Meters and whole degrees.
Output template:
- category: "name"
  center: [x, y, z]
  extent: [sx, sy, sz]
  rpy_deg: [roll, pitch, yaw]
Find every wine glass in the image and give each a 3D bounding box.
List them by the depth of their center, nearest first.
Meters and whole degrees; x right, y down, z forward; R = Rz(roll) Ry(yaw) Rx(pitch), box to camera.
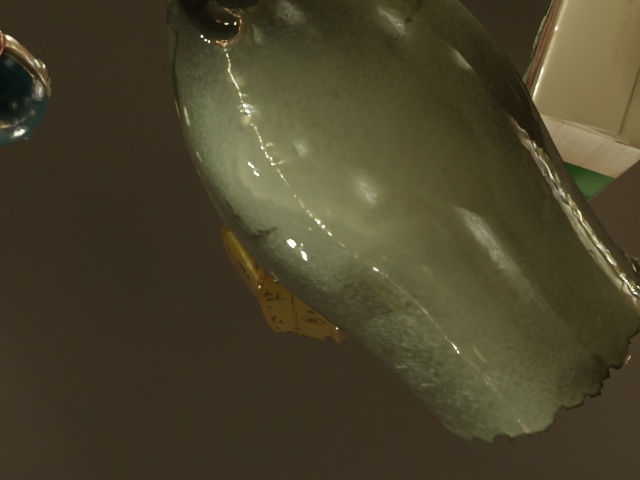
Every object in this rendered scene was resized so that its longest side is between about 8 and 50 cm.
- category: "wine glass"
  center: [0.002, -0.041, 0.363]
  extent: [0.222, 0.103, 0.103]
  rpy_deg: [49, -115, -19]

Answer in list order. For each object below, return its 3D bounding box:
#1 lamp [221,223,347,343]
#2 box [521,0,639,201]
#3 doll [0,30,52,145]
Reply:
- category: "lamp"
  center: [0.000, 0.000, 1.042]
  extent: [0.161, 0.185, 0.161]
  rpy_deg: [-1, -111, 2]
- category: "box"
  center: [0.178, -0.111, 0.805]
  extent: [0.081, 0.199, 0.135]
  rpy_deg: [18, -98, 2]
- category: "doll"
  center: [-0.253, -0.127, 0.897]
  extent: [0.085, 0.114, 0.152]
  rpy_deg: [-48, -44, -19]
